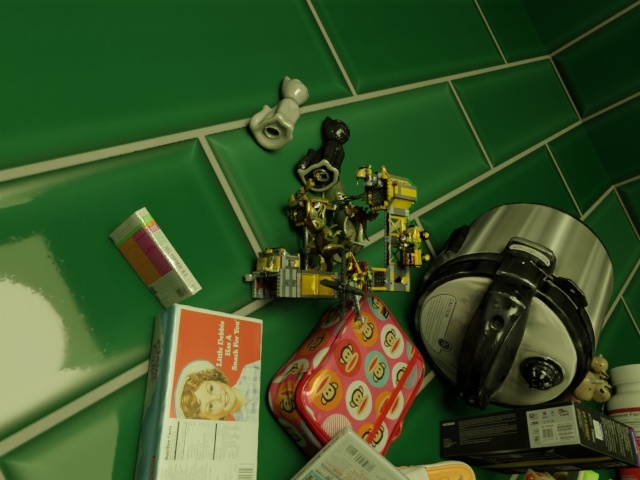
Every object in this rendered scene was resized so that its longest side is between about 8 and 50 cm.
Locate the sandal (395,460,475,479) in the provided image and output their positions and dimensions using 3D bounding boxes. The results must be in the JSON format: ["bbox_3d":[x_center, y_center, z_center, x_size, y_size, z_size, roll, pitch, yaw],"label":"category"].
[{"bbox_3d":[0.198,0.467,0.953,0.265,0.076,0.102,-4,72,-25],"label":"sandal"}]

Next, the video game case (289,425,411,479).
[{"bbox_3d":[0.045,0.428,0.823,0.193,0.023,0.212,-45,108,2],"label":"video game case"}]

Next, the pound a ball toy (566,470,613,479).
[{"bbox_3d":[0.641,0.718,1.168,0.208,0.136,0.319,22,60,19],"label":"pound a ball toy"}]

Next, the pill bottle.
[{"bbox_3d":[0.999,0.590,1.527,0.228,0.229,0.408,20,60,-34],"label":"pill bottle"}]

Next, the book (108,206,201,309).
[{"bbox_3d":[-0.249,0.030,0.770,0.035,0.096,0.144,-39,99,-44],"label":"book"}]

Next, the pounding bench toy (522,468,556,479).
[{"bbox_3d":[0.468,0.525,1.060,0.065,0.083,0.052,21,97,-25],"label":"pounding bench toy"}]

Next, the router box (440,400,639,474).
[{"bbox_3d":[0.446,0.420,1.061,0.242,0.308,0.081,27,52,-31],"label":"router box"}]

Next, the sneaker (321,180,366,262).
[{"bbox_3d":[0.058,-0.055,1.080,0.064,0.086,0.192,10,65,-38],"label":"sneaker"}]

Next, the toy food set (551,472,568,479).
[{"bbox_3d":[0.629,0.663,1.312,0.191,0.038,0.133,12,58,-25],"label":"toy food set"}]

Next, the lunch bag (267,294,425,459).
[{"bbox_3d":[0.067,0.273,0.936,0.258,0.120,0.293,54,48,-14],"label":"lunch bag"}]

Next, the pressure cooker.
[{"bbox_3d":[0.411,0.146,1.105,0.420,0.375,0.370,-41,103,-44],"label":"pressure cooker"}]

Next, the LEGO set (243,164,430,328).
[{"bbox_3d":[0.000,0.000,0.875,0.192,0.331,0.255,6,88,-37],"label":"LEGO set"}]

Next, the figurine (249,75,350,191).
[{"bbox_3d":[-0.029,-0.242,1.098,0.215,0.092,0.210,41,42,-20],"label":"figurine"}]

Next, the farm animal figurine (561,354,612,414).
[{"bbox_3d":[0.684,0.351,1.393,0.330,0.172,0.327,-5,75,-42],"label":"farm animal figurine"}]

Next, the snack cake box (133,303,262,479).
[{"bbox_3d":[-0.174,0.240,0.751,0.152,0.089,0.265,17,61,-33],"label":"snack cake box"}]
